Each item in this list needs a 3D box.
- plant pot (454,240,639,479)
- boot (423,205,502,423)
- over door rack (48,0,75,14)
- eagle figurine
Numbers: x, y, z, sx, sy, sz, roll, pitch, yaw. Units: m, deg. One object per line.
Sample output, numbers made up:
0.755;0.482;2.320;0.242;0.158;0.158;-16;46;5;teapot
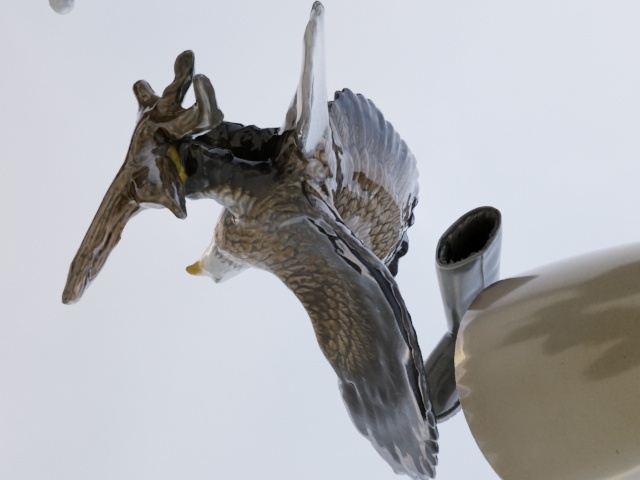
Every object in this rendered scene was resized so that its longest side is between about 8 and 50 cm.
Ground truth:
0.305;0.098;0.768;0.274;0.257;0.256;-41;-117;51;plant pot
0.154;0.088;0.966;0.076;0.189;0.208;23;-29;22;boot
-0.201;-0.247;0.595;0.324;0.239;0.108;15;-94;23;over door rack
-0.006;0.001;0.589;0.226;0.298;0.225;-61;-154;-7;eagle figurine
